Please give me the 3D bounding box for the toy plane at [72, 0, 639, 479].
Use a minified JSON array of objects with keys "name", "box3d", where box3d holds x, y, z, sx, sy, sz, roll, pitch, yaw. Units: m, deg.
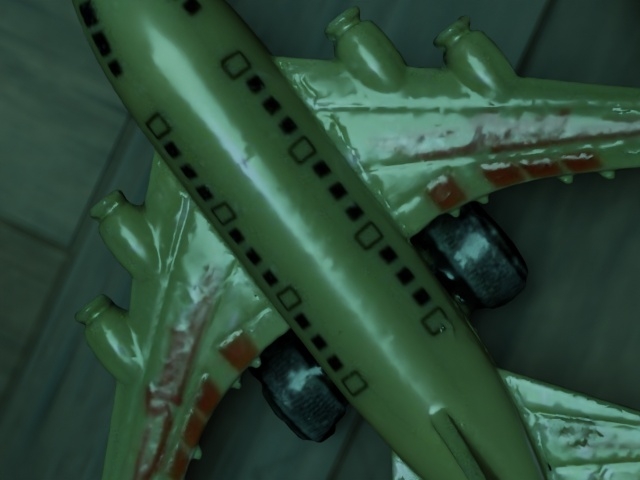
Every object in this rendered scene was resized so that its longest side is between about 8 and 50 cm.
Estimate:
[{"name":"toy plane","box3d":[0.000,0.000,0.514,0.229,0.092,0.244,-37,80,7]}]
